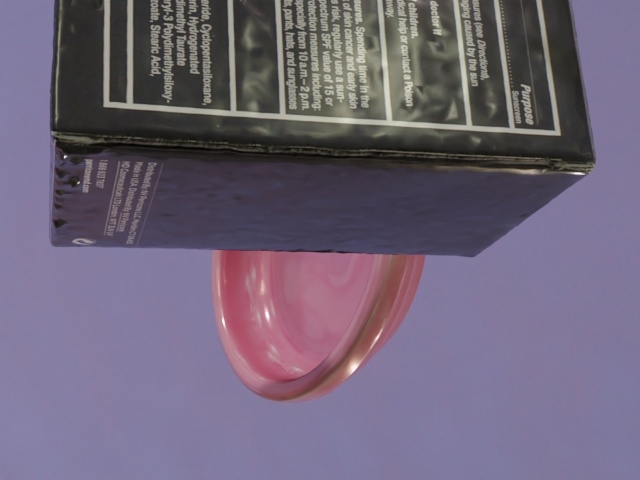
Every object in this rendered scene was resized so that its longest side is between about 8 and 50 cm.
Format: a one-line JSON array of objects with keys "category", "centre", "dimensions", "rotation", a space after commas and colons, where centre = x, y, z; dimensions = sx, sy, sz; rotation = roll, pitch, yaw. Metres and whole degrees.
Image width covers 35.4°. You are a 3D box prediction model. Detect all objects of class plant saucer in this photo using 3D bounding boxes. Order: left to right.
[{"category": "plant saucer", "centre": [0.000, 0.000, 1.024], "dimensions": [0.084, 0.332, 0.332], "rotation": [11, -56, -34]}]

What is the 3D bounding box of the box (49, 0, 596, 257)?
[{"category": "box", "centre": [-0.017, -0.152, 0.629], "dimensions": [0.294, 0.296, 0.183], "rotation": [2, -19, -15]}]
